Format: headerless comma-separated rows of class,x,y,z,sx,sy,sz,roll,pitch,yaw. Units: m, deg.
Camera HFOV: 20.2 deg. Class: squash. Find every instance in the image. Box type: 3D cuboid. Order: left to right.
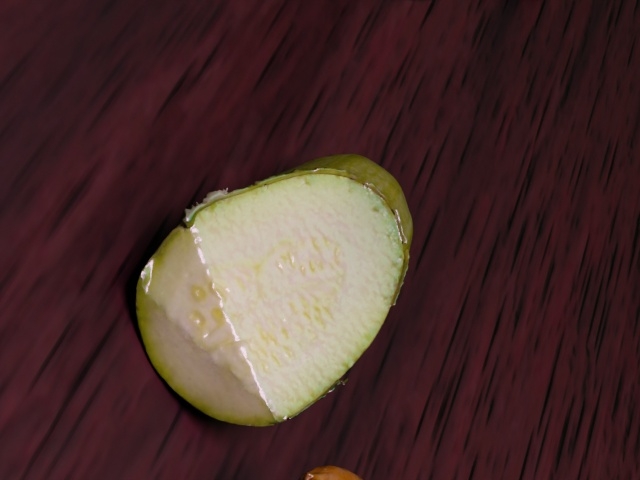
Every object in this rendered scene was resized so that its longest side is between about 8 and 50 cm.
squash,0.001,-0.002,0.762,0.090,0.075,0.200,38,31,2

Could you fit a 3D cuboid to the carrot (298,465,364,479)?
carrot,0.041,0.147,0.706,0.209,0.061,0.061,52,32,-42
